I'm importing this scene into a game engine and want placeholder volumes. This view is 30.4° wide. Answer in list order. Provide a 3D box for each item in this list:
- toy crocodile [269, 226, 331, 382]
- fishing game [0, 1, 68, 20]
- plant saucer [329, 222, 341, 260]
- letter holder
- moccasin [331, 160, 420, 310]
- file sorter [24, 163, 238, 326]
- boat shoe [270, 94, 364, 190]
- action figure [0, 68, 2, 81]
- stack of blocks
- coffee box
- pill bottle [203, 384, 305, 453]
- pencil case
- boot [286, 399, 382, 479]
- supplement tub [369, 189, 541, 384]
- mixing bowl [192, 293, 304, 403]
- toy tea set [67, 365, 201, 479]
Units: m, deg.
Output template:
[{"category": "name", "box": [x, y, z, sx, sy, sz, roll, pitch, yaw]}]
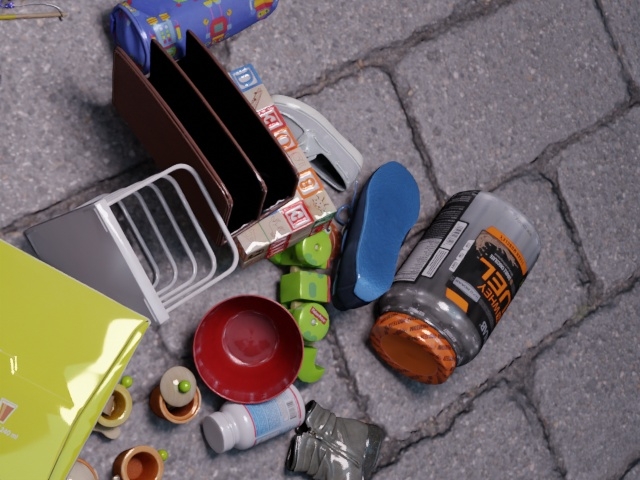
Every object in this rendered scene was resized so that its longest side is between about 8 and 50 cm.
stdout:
[{"category": "toy crocodile", "box": [-0.027, 0.075, 2.041, 0.105, 0.115, 0.340, 9, 80, -39]}, {"category": "fishing game", "box": [-0.493, -0.478, 1.859, 0.189, 0.041, 0.264, -6, 86, -37]}, {"category": "plant saucer", "box": [0.000, 0.000, 2.129, 0.084, 0.013, 0.083, 6, 80, -34]}, {"category": "letter holder", "box": [-0.176, -0.177, 1.802, 0.152, 0.214, 0.301, -34, 79, -17]}, {"category": "moccasin", "box": [0.081, -0.015, 2.111, 0.138, 0.117, 0.342, 41, 42, -13]}, {"category": "file sorter", "box": [-0.284, 0.014, 1.779, 0.173, 0.278, 0.192, -33, 101, -34]}, {"category": "boat shoe", "box": [-0.016, -0.170, 2.105, 0.227, 0.079, 0.081, 38, 60, -27]}, {"category": "action figure", "box": [-0.548, -0.321, 1.656, 0.341, 0.179, 0.330, 15, 64, -62]}, {"category": "stack of blocks", "box": [-0.123, -0.124, 1.954, 0.171, 0.087, 0.297, -26, 78, -16]}, {"category": "coffee box", "box": [-0.467, 0.203, 1.545, 0.338, 0.334, 0.338, 29, 67, -7]}, {"category": "pill bottle", "box": [-0.112, 0.297, 1.965, 0.160, 0.087, 0.087, -17, 93, -34]}, {"category": "pencil case", "box": [-0.214, -0.388, 1.981, 0.306, 0.119, 0.133, -32, 63, -33]}, {"category": "boot", "box": [0.008, 0.412, 2.044, 0.161, 0.083, 0.246, 20, 66, -23]}, {"category": "supplement tub", "box": [0.245, 0.087, 2.163, 0.207, 0.207, 0.338, 47, 61, -19]}, {"category": "mixing bowl", "box": [-0.119, 0.171, 1.954, 0.182, 0.098, 0.181, 0, 97, -2]}, {"category": "toy tea set", "box": [-0.306, 0.325, 1.808, 0.200, 0.124, 0.336, 39, 64, -23]}]
